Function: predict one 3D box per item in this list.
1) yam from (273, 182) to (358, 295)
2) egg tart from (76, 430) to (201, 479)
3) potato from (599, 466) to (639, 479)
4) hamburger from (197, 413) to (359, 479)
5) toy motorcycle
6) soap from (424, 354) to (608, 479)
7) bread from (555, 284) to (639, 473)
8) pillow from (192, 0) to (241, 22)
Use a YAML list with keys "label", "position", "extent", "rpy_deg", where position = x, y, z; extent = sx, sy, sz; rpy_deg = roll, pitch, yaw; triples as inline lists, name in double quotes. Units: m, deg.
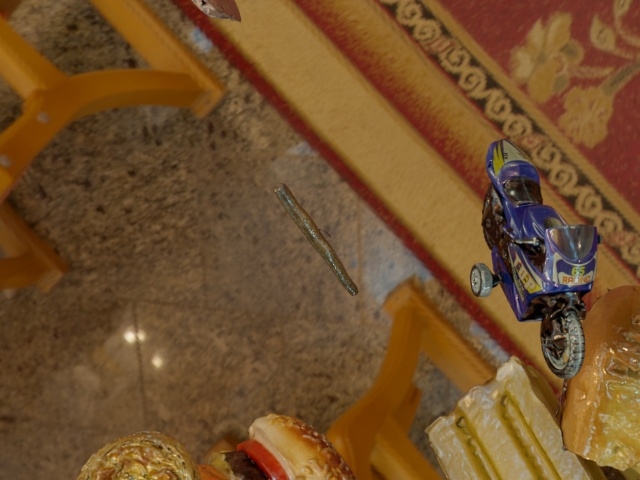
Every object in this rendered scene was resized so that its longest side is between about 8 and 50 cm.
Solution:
- label: "yam"
  position: [-0.001, 0.001, 1.635]
  extent: [0.027, 0.029, 0.234]
  rpy_deg: [6, 139, 52]
- label: "egg tart"
  position: [-0.175, 0.247, 1.017]
  extent: [0.128, 0.129, 0.049]
  rpy_deg: [14, 147, 15]
- label: "potato"
  position: [0.431, 0.397, 1.582]
  extent: [0.141, 0.298, 0.176]
  rpy_deg: [36, 137, -15]
- label: "hamburger"
  position: [-0.055, 0.434, 1.571]
  extent: [0.330, 0.250, 0.330]
  rpy_deg: [44, 155, 26]
- label: "toy motorcycle"
  position: [0.248, 0.006, 1.206]
  extent: [0.113, 0.315, 0.169]
  rpy_deg: [-2, 129, -12]
- label: "soap"
  position: [0.297, 0.343, 1.491]
  extent: [0.199, 0.091, 0.315]
  rpy_deg: [-46, 46, 19]
- label: "bread"
  position: [0.419, 0.169, 1.359]
  extent: [0.204, 0.262, 0.162]
  rpy_deg: [14, 158, 14]
- label: "pillow"
  position: [-0.193, -0.387, 1.376]
  extent: [0.049, 0.135, 0.248]
  rpy_deg: [-33, 91, 14]
